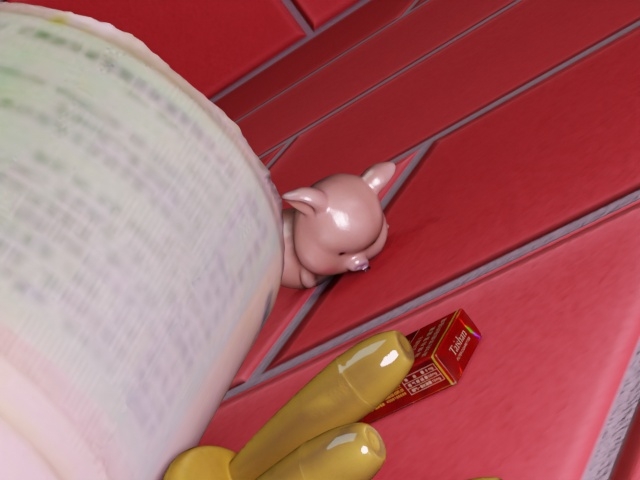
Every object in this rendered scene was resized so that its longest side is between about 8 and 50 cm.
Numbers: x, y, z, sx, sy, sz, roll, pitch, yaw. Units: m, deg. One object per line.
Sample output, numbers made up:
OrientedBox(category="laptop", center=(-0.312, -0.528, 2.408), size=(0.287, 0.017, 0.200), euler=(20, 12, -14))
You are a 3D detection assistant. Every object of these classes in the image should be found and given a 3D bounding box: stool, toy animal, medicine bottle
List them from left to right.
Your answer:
OrientedBox(category="medicine bottle", center=(-0.194, 0.104, 0.665), size=(0.236, 0.236, 0.406), euler=(-26, 26, 42))
OrientedBox(category="toy animal", center=(-0.004, -0.005, 1.227), size=(0.150, 0.089, 0.083), euler=(-38, 11, 44))
OrientedBox(category="stool", center=(0.007, 0.117, 0.654), size=(0.110, 0.134, 0.135), euler=(-30, -32, 20))

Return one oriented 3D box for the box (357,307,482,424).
OrientedBox(category="box", center=(0.049, 0.074, 0.906), size=(0.082, 0.023, 0.051), euler=(-29, 13, 34))
